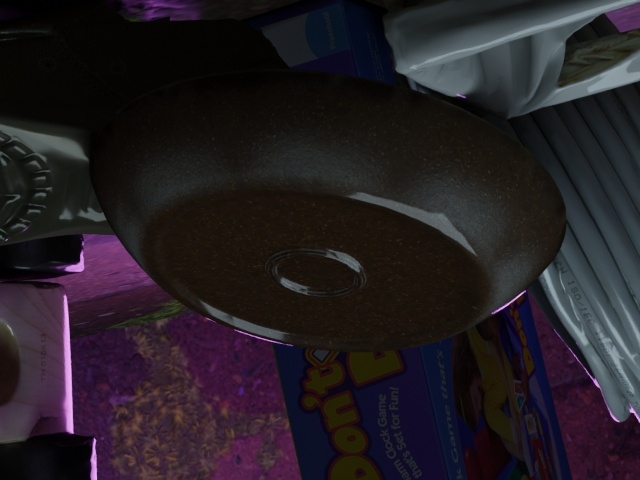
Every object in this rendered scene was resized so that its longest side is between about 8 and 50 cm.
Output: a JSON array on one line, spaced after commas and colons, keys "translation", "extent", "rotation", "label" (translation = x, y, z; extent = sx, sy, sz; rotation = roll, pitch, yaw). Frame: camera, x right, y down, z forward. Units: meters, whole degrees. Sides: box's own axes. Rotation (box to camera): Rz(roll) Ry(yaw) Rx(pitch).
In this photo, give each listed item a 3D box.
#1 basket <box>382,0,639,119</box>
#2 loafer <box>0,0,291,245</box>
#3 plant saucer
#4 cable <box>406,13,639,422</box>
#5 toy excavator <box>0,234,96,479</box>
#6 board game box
[{"translation": [0.087, -0.114, 0.621], "extent": [0.113, 0.103, 0.167], "rotation": [-15, 173, 17], "label": "basket"}, {"translation": [-0.127, -0.056, 0.750], "extent": [0.268, 0.092, 0.102], "rotation": [4, 141, -20], "label": "loafer"}, {"translation": [0.000, 0.000, 0.699], "extent": [0.198, 0.036, 0.199], "rotation": [7, 151, 4], "label": "plant saucer"}, {"translation": [0.127, -0.027, 0.854], "extent": [0.089, 0.257, 0.257], "rotation": [-31, -149, 3], "label": "cable"}, {"translation": [-0.421, 0.095, 1.096], "extent": [0.445, 0.222, 0.433], "rotation": [-6, 176, 23], "label": "toy excavator"}, {"translation": [0.054, 0.054, 0.949], "extent": [0.078, 0.347, 0.233], "rotation": [-15, 174, 21], "label": "board game box"}]
